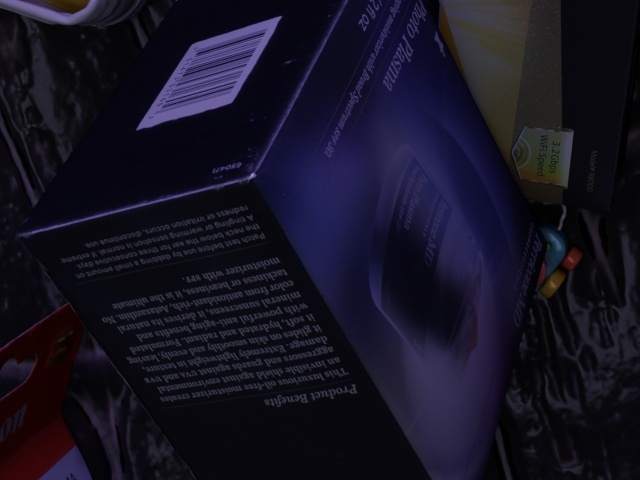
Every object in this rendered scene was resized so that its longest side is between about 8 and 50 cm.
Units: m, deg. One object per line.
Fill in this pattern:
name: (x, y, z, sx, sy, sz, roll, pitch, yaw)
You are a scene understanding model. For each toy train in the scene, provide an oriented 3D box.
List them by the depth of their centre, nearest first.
toy train: (0.121, 0.004, 1.194, 0.166, 0.046, 0.125, -12, 103, 20)

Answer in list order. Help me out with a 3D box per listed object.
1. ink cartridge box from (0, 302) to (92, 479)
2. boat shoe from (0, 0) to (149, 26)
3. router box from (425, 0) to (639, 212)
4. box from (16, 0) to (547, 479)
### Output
ink cartridge box: (-0.255, 0.264, 1.248, 0.091, 0.308, 0.385, 20, 110, 10)
boat shoe: (-0.316, -0.262, 1.187, 0.367, 0.156, 0.136, 30, 112, 6)
router box: (0.109, -0.183, 1.076, 0.243, 0.081, 0.309, 10, 127, 14)
box: (0.000, 0.000, 1.006, 0.182, 0.296, 0.294, -12, 124, 29)
